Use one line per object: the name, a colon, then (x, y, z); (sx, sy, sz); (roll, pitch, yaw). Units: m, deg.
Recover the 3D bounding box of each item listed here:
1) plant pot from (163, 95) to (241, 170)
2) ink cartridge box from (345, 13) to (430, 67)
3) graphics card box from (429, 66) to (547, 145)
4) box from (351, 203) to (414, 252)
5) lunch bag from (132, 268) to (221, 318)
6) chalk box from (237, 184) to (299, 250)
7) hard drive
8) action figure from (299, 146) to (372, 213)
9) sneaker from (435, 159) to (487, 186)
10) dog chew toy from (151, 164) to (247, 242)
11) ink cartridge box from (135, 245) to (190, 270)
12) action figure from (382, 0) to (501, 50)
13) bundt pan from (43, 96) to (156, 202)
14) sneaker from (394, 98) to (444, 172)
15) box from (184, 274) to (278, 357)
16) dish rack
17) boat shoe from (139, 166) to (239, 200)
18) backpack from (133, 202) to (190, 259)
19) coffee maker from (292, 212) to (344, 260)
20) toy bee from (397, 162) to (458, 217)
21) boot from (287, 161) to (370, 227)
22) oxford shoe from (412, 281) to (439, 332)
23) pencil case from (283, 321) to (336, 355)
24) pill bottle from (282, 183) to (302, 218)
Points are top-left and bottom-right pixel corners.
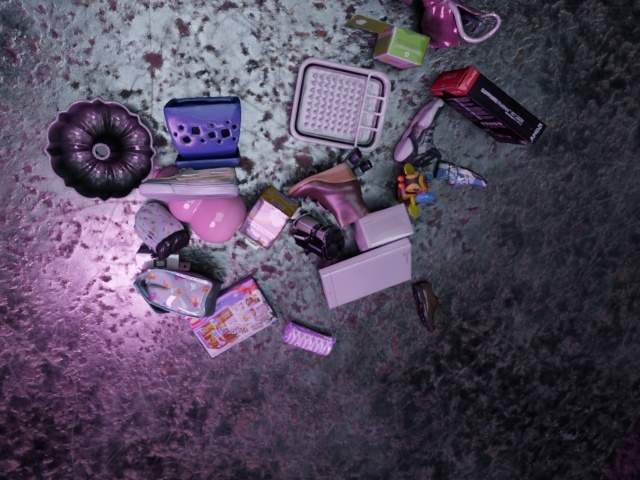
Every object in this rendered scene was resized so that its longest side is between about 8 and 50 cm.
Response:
plant pot: (-0.372, -0.351, 1.574); (0.236, 0.236, 0.211); (-5, 112, -10)
ink cartridge box: (0.211, -0.668, 1.628); (0.256, 0.189, 0.096); (12, 103, -13)
graphics card box: (0.601, -0.480, 1.735); (0.371, 0.233, 0.094); (31, 96, -17)
box: (0.226, -0.043, 1.786); (0.182, 0.181, 0.118); (-18, 86, -7)
lunch bag: (-0.500, 0.181, 1.670); (0.263, 0.223, 0.160); (13, 83, -2)
chalk box: (-0.195, -0.063, 1.707); (0.132, 0.132, 0.213); (36, 116, -5)
hard drive: (0.180, 0.132, 1.851); (0.353, 0.047, 0.233); (-20, 140, -6)
action figure: (0.050, -0.216, 1.754); (0.285, 0.099, 0.185); (-34, 116, 19)
sneaker: (0.547, -0.246, 1.873); (0.211, 0.080, 0.081); (18, 107, -6)
dog chew toy: (-0.420, -0.135, 1.639); (0.332, 0.206, 0.206); (33, 96, -10)
ink cartridge box: (-0.556, 0.063, 1.707); (0.180, 0.104, 0.060); (2, 103, -13)
action figure: (0.377, -0.807, 1.595); (0.248, 0.275, 0.370); (-38, 123, 6)
bundt pan: (-0.702, -0.297, 1.571); (0.331, 0.124, 0.330); (-3, 106, -10)
sneaker: (0.403, -0.384, 1.792); (0.153, 0.101, 0.268); (30, 103, -18)
box: (-0.338, 0.289, 1.836); (0.294, 0.057, 0.200); (-29, 109, -3)
dish rack: (0.066, -0.477, 1.709); (0.333, 0.072, 0.285); (8, 104, -14)
boat shoe: (-0.408, -0.180, 1.506); (0.303, 0.109, 0.094); (-2, 82, -17)
backpack: (-0.552, -0.039, 1.645); (0.182, 0.152, 0.115); (42, 131, 12)
coffee maker: (0.000, 0.000, 1.751); (0.120, 0.178, 0.171); (-47, 135, -15)
toy bee: (0.336, -0.203, 1.728); (0.162, 0.195, 0.298); (2, 144, -17)
boot: (0.028, -0.136, 1.673); (0.249, 0.090, 0.206); (-23, 93, 12)
oxford shoe: (0.453, 0.277, 1.985); (0.096, 0.083, 0.227); (-18, 109, -11)
pencil case: (-0.044, 0.391, 1.907); (0.206, 0.086, 0.088); (20, 134, -17)
pill bottle: (-0.103, -0.143, 1.765); (0.067, 0.067, 0.120); (-8, 106, -10)
